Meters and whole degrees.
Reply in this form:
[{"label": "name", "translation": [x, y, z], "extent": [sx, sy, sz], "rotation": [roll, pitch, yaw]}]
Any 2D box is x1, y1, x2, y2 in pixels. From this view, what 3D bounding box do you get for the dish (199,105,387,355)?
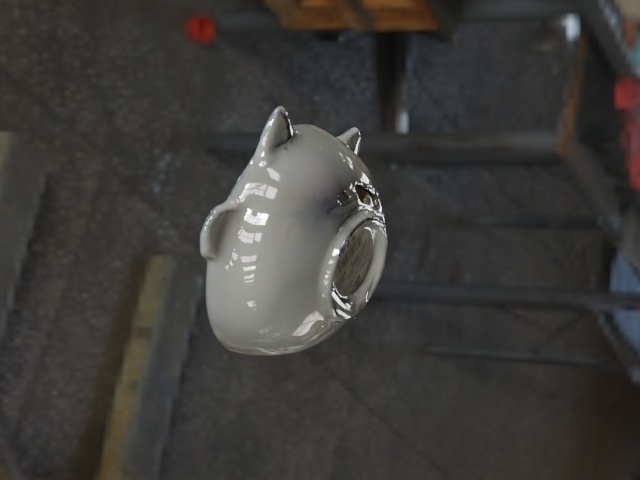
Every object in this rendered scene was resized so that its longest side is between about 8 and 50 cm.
[{"label": "dish", "translation": [0.000, 0.000, 1.382], "extent": [0.236, 0.086, 0.228], "rotation": [-31, 134, -52]}]
